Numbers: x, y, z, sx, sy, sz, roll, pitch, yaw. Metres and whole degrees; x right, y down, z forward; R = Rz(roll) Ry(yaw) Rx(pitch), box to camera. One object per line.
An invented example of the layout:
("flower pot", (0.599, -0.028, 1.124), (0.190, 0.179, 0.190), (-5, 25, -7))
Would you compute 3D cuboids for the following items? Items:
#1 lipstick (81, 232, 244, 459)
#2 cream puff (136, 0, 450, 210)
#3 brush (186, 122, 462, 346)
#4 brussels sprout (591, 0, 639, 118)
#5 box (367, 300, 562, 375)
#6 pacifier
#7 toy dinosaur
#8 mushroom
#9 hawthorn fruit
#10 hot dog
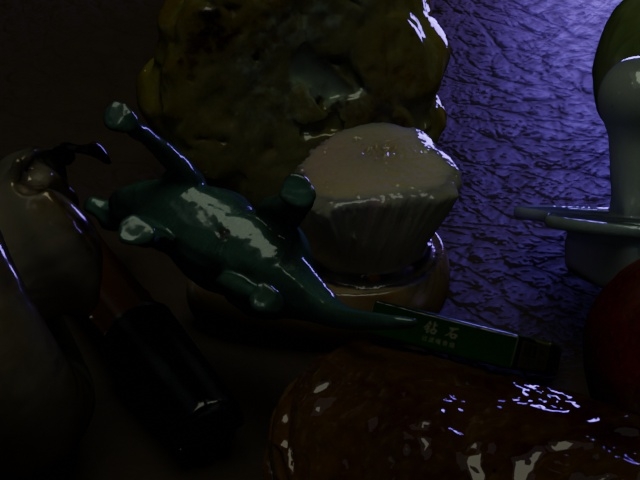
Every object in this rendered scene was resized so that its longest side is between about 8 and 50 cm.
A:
("lipstick", (-0.193, 0.067, 1.775), (0.077, 0.077, 0.418), (-16, 37, -24))
("cream puff", (-0.032, -0.181, 1.991), (0.324, 0.291, 0.257), (-22, 14, -1))
("brush", (0.000, 0.000, 1.806), (0.267, 0.166, 0.174), (-10, 36, -13))
("brussels sprout", (0.455, -0.169, 2.014), (0.328, 0.247, 0.328), (-3, 49, 3))
("box", (0.134, 0.089, 1.676), (0.132, 0.034, 0.235), (13, -2, 18))
("pacifier", (0.322, -0.063, 1.818), (0.244, 0.233, 0.299), (-2, 6, -8))
("toy dinosaur", (-0.078, 0.017, 1.710), (0.383, 0.331, 0.129), (31, 79, 10))
("mushroom", (-0.293, 0.028, 1.567), (0.295, 0.362, 0.362), (-29, 41, -7))
("hawthorn fruit", (0.332, 0.094, 1.655), (0.230, 0.210, 0.266), (-8, 18, -18))
("hot dog", (0.131, 0.204, 1.511), (0.387, 0.174, 0.267), (15, 33, 36))
